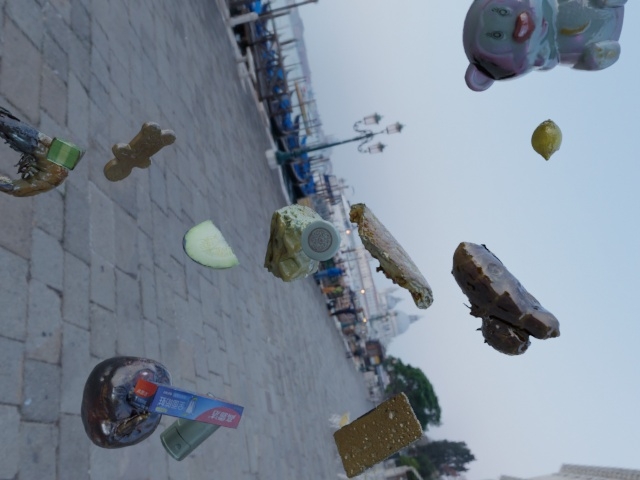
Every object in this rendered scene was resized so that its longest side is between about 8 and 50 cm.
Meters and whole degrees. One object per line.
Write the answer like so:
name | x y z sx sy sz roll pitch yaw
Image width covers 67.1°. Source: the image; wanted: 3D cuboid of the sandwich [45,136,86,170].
sandwich | -0.654 -0.251 1.267 0.074 0.074 0.117 28 32 -23

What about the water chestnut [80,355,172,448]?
water chestnut | -0.585 0.489 1.476 0.244 0.289 0.289 35 -11 17

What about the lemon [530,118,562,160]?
lemon | 0.506 -0.225 1.082 0.065 0.065 0.093 -80 168 -83

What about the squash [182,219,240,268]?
squash | -0.462 0.037 2.009 0.237 0.204 0.155 55 -24 0

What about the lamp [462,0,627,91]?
lamp | 0.451 -0.457 1.029 0.247 0.300 0.248 -83 170 -63

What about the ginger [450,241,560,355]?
ginger | 0.568 0.201 1.613 0.418 0.176 0.254 52 -50 20

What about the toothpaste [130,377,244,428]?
toothpaste | -0.327 0.419 1.228 0.320 0.076 0.066 39 63 -50

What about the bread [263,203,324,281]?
bread | -0.096 0.012 1.768 0.238 0.195 0.252 39 -58 54

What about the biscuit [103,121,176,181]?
biscuit | -0.699 -0.335 1.823 0.049 0.301 0.197 53 8 20

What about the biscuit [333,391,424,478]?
biscuit | 0.146 0.497 1.235 0.025 0.230 0.131 47 14 -45

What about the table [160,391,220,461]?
table | -0.453 0.674 1.753 0.126 0.220 0.126 48 -10 11

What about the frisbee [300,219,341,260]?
frisbee | 0.000 0.000 1.283 0.014 0.110 0.110 25 51 -76

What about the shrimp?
shrimp | -0.842 -0.235 1.304 0.290 0.222 0.054 49 8 -38

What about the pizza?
pizza | 0.140 0.028 1.004 0.271 0.056 0.134 51 24 10
